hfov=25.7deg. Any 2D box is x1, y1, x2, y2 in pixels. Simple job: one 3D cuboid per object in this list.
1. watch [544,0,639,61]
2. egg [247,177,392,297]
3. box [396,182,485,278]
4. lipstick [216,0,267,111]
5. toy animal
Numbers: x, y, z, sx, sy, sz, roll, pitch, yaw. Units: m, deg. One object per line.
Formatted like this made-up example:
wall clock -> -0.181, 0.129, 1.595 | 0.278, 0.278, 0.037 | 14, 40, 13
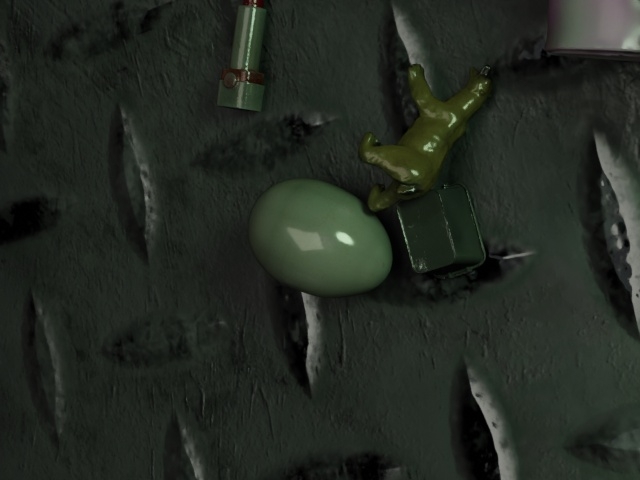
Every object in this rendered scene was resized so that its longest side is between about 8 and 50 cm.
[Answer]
watch -> 0.349, -0.243, 1.566 | 0.218, 0.248, 0.210 | 7, 98, 35
egg -> 0.000, 0.000, 1.863 | 0.209, 0.151, 0.151 | 28, 106, 24
box -> 0.152, -0.012, 1.809 | 0.084, 0.069, 0.122 | -21, 80, 34
lipstick -> -0.105, -0.278, 1.986 | 0.063, 0.057, 0.186 | 9, 93, 34
toy animal -> 0.137, -0.135, 1.788 | 0.101, 0.103, 0.218 | 17, 64, 37
